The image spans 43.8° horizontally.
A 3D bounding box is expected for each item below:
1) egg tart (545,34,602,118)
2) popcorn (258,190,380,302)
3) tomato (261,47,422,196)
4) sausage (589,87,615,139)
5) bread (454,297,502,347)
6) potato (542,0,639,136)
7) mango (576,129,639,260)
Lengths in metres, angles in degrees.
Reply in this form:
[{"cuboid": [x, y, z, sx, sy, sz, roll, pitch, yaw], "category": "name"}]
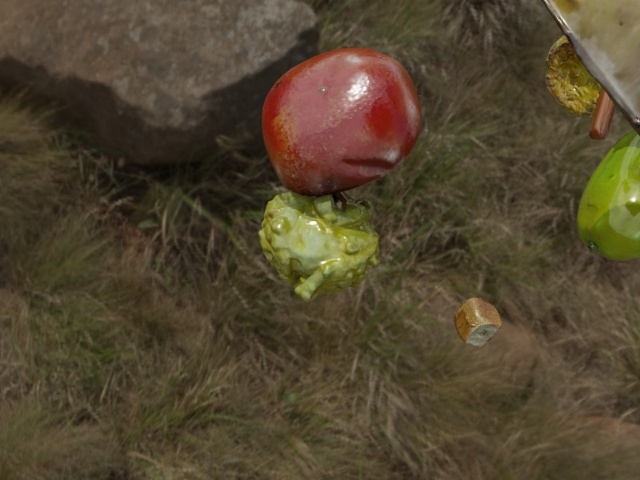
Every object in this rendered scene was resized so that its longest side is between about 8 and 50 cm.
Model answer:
[{"cuboid": [0.684, -0.428, 2.035, 0.094, 0.234, 0.234, -27, 72, -34], "category": "egg tart"}, {"cuboid": [0.000, 0.000, 1.584, 0.256, 0.195, 0.255, 23, 79, 11], "category": "popcorn"}, {"cuboid": [0.024, -0.249, 1.505, 0.338, 0.144, 0.338, -12, 56, 18], "category": "tomato"}, {"cuboid": [0.636, -0.286, 1.785, 0.041, 0.039, 0.131, 19, 87, -51], "category": "sausage"}, {"cuboid": [0.329, 0.173, 1.677, 0.076, 0.083, 0.070, 20, 36, -20], "category": "bread"}, {"cuboid": [0.444, -0.309, 0.929, 0.442, 0.319, 0.385, 41, 27, -17], "category": "potato"}, {"cuboid": [0.575, -0.079, 1.490, 0.149, 0.185, 0.273, 31, 53, -12], "category": "mango"}]
